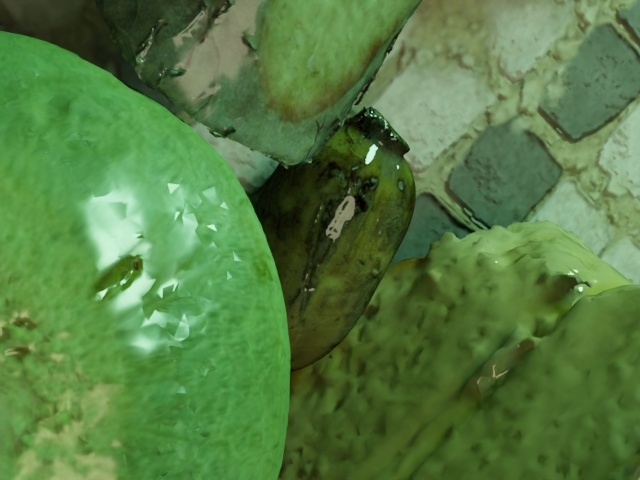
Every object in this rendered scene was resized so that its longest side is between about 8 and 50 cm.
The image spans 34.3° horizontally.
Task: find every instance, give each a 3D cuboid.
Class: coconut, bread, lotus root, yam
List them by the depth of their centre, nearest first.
[{"bbox_3d":[0.004,-0.170,0.479,0.154,0.154,0.254,27,99,-33],"label":"yam"},{"bbox_3d":[-0.148,0.062,0.482,0.281,0.328,0.328,-38,126,-9],"label":"coconut"},{"bbox_3d":[0.000,0.000,0.636,0.089,0.080,0.179,11,115,-31],"label":"lotus root"},{"bbox_3d":[0.154,0.225,0.709,0.371,0.279,0.390,-46,125,3],"label":"bread"}]
